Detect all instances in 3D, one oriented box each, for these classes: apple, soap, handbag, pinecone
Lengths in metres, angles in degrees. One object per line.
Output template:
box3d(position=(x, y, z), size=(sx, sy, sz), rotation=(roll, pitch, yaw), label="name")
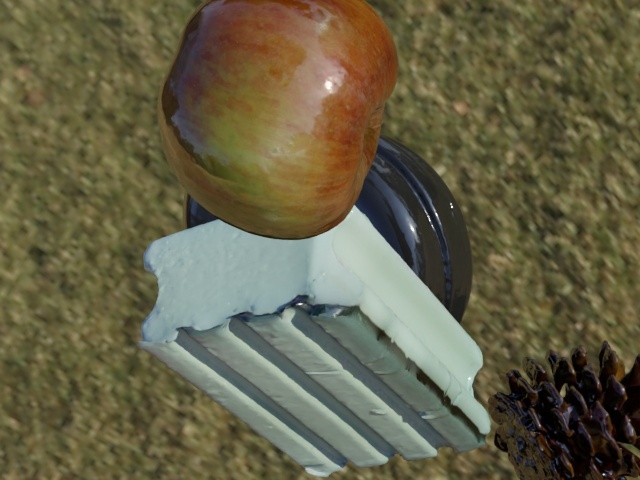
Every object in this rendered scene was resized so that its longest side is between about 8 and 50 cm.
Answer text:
box3d(position=(-0.021, -0.065, 0.747), size=(0.102, 0.126, 0.126), rotation=(19, 73, 6), label="apple")
box3d(position=(0.005, 0.071, 1.082), size=(0.150, 0.261, 0.094), rotation=(-12, 59, 22), label="soap")
box3d(position=(-0.001, 0.001, 1.483), size=(0.308, 0.253, 0.093), rotation=(19, 32, 34), label="handbag")
box3d(position=(0.257, 0.169, 1.506), size=(0.165, 0.163, 0.163), rotation=(-24, 48, -12), label="pinecone")
